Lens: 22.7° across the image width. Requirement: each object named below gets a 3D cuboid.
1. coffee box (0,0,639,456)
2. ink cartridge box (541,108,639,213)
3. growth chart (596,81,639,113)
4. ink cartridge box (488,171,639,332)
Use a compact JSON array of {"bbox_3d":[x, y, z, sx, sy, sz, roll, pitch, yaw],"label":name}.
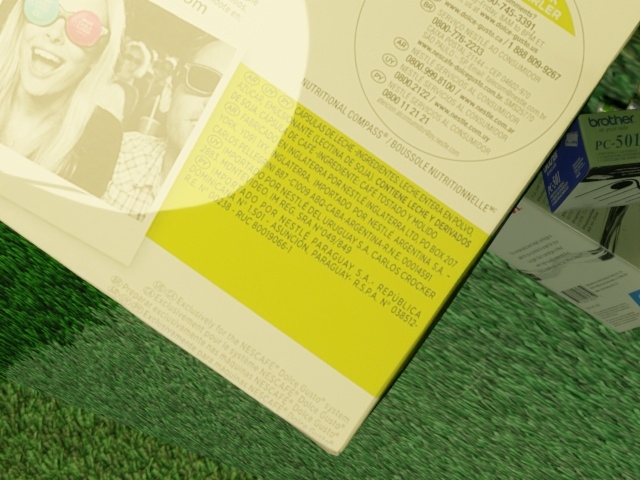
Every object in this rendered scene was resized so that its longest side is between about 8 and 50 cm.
[{"bbox_3d":[-0.019,-0.100,1.083,0.338,0.334,0.337,35,-178,4],"label":"coffee box"},{"bbox_3d":[0.279,-0.067,1.196,0.207,0.046,0.097,-7,162,-12],"label":"ink cartridge box"},{"bbox_3d":[0.293,-0.064,1.374,0.172,0.021,0.237,29,159,0],"label":"growth chart"},{"bbox_3d":[0.234,-0.012,1.423,0.203,0.086,0.148,32,161,-9],"label":"ink cartridge box"}]
